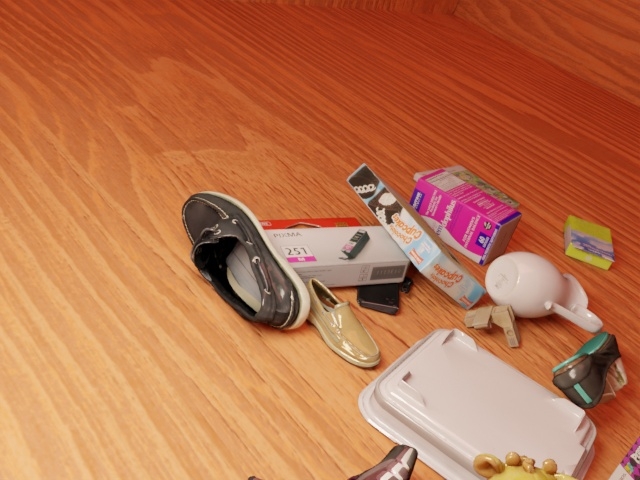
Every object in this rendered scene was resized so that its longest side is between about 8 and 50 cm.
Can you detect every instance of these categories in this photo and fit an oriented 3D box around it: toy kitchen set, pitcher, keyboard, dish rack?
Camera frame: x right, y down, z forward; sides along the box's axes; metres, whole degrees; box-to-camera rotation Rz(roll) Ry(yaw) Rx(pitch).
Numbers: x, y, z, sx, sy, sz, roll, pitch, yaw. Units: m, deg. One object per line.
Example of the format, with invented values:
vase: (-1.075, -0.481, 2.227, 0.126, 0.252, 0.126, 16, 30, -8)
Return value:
toy kitchen set: (0.315, 0.169, 1.290, 0.083, 0.075, 0.068, -14, 15, 27)
pitcher: (0.433, 0.106, 1.342, 0.207, 0.125, 0.177, 17, 20, -32)
keyboard: (0.125, 0.082, 1.345, 0.108, 0.023, 0.180, 10, 32, 0)
dish rack: (0.256, 0.263, 1.075, 0.333, 0.072, 0.286, 33, 33, 22)

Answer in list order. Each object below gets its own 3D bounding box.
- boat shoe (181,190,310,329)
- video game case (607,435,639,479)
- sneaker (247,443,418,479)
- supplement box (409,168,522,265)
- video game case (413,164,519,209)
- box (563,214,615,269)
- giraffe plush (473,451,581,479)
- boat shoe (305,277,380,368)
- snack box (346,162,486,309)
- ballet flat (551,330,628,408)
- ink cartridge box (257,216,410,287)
boat shoe: (-0.160, 0.027, 1.188, 0.113, 0.127, 0.340, -1, 43, -49)
video game case: (0.563, 0.293, 1.042, 0.232, 0.210, 0.041, -1, 35, -27)
sneaker: (-0.001, 0.308, 0.841, 0.163, 0.106, 0.281, 27, 33, 21)
supplement box: (0.317, -0.056, 1.574, 0.220, 0.111, 0.114, 35, 36, 28)
video game case: (0.377, -0.127, 1.801, 0.193, 0.023, 0.212, -14, 43, -41)
box: (0.655, 0.006, 1.708, 0.109, 0.042, 0.178, 21, 31, 7)
giraffe plush: (0.238, 0.344, 0.835, 0.182, 0.170, 0.210, 1, 35, -25)
boat shoe: (0.032, 0.133, 1.164, 0.068, 0.072, 0.190, -17, 45, -44)
snack box: (0.188, -0.013, 1.407, 0.187, 0.060, 0.322, 36, 14, -41)
ballet flat: (0.470, 0.231, 1.206, 0.280, 0.095, 0.096, -8, 60, -55)
ink cartridge box: (0.000, 0.000, 1.354, 0.275, 0.060, 0.239, -3, 35, -23)
